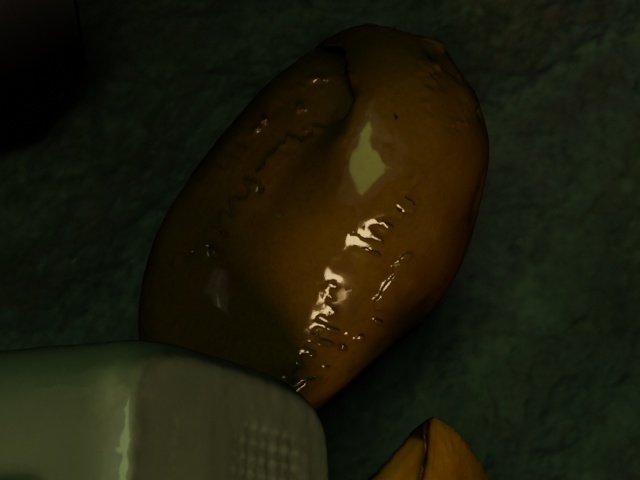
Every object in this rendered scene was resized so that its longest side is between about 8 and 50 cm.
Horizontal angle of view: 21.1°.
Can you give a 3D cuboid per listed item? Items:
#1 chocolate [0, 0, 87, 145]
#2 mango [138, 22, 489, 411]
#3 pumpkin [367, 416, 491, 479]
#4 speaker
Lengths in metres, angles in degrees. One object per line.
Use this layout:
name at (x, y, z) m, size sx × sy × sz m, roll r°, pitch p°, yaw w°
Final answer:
chocolate at (-0.274, -0.180, 1.062) m, size 0.224 × 0.206 × 0.177 m, roll -11°, pitch 36°, yaw -9°
mango at (0.000, 0.000, 0.938) m, size 0.151 × 0.156 × 0.249 m, roll 37°, pitch 85°, yaw -14°
pumpkin at (0.005, 0.232, 0.880) m, size 0.163 × 0.111 × 0.278 m, roll -1°, pitch 76°, yaw 38°
speaker at (-0.114, 0.249, 0.792) m, size 0.184 × 0.183 × 0.406 m, roll -11°, pitch 69°, yaw 34°
